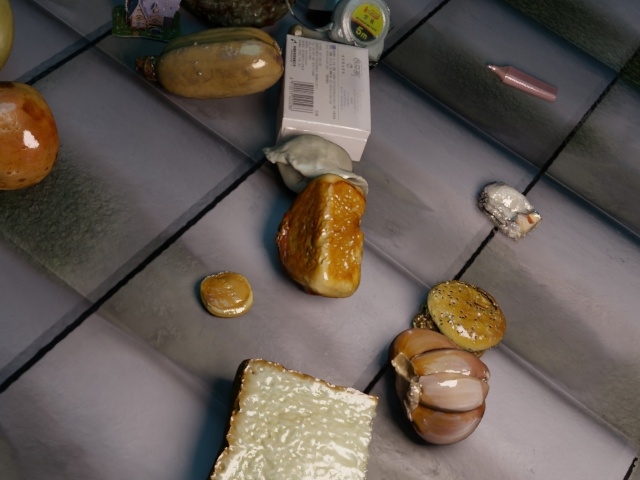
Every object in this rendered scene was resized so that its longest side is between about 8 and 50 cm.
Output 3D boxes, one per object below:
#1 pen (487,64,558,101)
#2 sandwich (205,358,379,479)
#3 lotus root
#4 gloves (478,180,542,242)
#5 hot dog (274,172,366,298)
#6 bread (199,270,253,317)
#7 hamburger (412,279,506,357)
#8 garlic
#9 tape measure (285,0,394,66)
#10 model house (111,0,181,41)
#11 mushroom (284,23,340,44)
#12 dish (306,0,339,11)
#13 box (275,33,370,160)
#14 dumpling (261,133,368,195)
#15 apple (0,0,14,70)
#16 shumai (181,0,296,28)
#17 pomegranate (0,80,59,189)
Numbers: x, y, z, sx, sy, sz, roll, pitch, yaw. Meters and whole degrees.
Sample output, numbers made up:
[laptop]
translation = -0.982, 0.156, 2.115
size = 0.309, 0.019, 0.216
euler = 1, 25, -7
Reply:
[pen]
translation = 0.527, -0.418, 2.299
size = 0.197, 0.032, 0.053
euler = 25, 54, -1
[sandwich]
translation = -0.055, 0.385, 1.515
size = 0.262, 0.131, 0.325
euler = 17, 51, -5
[lotus root]
translation = -0.250, -0.394, 1.983
size = 0.343, 0.151, 0.169
euler = -6, 38, 8
[gloves]
translation = 0.421, -0.068, 2.001
size = 0.114, 0.070, 0.153
euler = -31, 68, -24
[hot dog]
translation = 0.000, 0.000, 1.780
size = 0.150, 0.153, 0.256
euler = 21, 64, -37
[bread]
translation = -0.186, 0.106, 1.737
size = 0.110, 0.024, 0.110
euler = 7, 55, -10
[hamburger]
translation = 0.281, 0.153, 1.780
size = 0.177, 0.113, 0.185
euler = -5, 58, -18
[garlic]
translation = 0.215, 0.277, 1.651
size = 0.191, 0.160, 0.214
euler = 4, 20, -19
[tape measure]
translation = 0.030, -0.553, 2.078
size = 0.330, 0.084, 0.164
euler = 27, 85, -31
[model house]
translation = -0.410, -0.549, 2.092
size = 0.167, 0.088, 0.117
euler = 4, 54, -13
[mushroom]
translation = 0.040, -0.514, 2.193
size = 0.278, 0.096, 0.099
euler = -16, 60, -20
[dish]
translation = 0.053, -0.636, 2.242
size = 0.191, 0.066, 0.190
euler = -4, 26, 2
[box]
translation = 0.005, -0.333, 2.039
size = 0.203, 0.116, 0.274
euler = 7, 55, -10
[dumpling]
translation = -0.012, -0.157, 1.893
size = 0.250, 0.162, 0.132
euler = 22, 92, 4
[apple]
translation = -0.785, -0.434, 1.821
size = 0.295, 0.233, 0.258
euler = -20, 49, -15
[shumai]
translation = -0.187, -0.741, 2.178
size = 0.395, 0.395, 0.348
euler = 24, 30, 2
[pomegranate]
translation = -0.625, -0.206, 1.716
size = 0.215, 0.215, 0.215
euler = 7, 54, -11
